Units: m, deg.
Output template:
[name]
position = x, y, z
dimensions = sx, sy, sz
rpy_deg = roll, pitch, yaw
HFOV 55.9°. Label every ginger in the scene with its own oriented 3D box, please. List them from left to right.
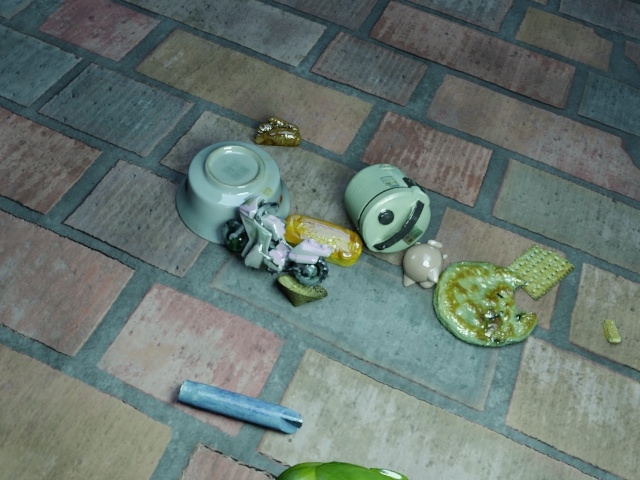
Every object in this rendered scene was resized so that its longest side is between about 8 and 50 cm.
[ginger]
position = -0.143, -0.364, 2.004
dimensions = 0.162, 0.073, 0.103
rpy_deg = 1, 54, -7

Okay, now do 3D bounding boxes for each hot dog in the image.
[hot dog]
position = 0.834, 0.266, 1.732
dimensions = 0.030, 0.034, 0.090
rpy_deg = 4, 34, 6

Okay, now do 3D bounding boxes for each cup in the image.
[cup]
position = -0.256, -0.170, 1.794
dimensions = 0.348, 0.163, 0.347
rpy_deg = 4, 53, -6

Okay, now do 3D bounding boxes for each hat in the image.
[hat]
position = -0.058, 0.155, 1.657
dimensions = 0.146, 0.067, 0.146
rpy_deg = 18, 12, -4

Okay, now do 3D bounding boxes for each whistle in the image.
[whistle]
position = -0.191, 0.403, 1.454
dimensions = 0.304, 0.062, 0.062
rpy_deg = 15, 54, 2

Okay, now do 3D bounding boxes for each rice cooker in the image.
[rice cooker]
position = 0.197, -0.091, 1.753
dimensions = 0.226, 0.226, 0.244
rpy_deg = -7, 35, -14

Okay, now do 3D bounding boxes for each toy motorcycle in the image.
[toy motorcycle]
position = -0.118, -0.005, 1.648
dimensions = 0.327, 0.188, 0.143
rpy_deg = 23, 26, 12

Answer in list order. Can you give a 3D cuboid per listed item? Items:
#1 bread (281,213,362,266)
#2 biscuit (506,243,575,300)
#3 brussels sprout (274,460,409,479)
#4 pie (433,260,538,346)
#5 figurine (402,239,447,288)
[bread]
position = 0.000, 0.000, 1.756
dimensions = 0.246, 0.094, 0.102
rpy_deg = 19, 59, 4
[biscuit]
position = 0.667, 0.087, 1.844
dimensions = 0.203, 0.016, 0.144
rpy_deg = -34, 66, -27
[brussels sprout]
position = 0.050, 0.598, 1.225
dimensions = 0.372, 0.315, 0.275
rpy_deg = 12, 77, -7
[pie]
position = 0.465, 0.174, 1.720
dimensions = 0.303, 0.066, 0.302
rpy_deg = 5, 56, -7
[figurine]
position = 0.298, 0.069, 1.739
dimensions = 0.125, 0.125, 0.138
rpy_deg = 12, 64, -1
